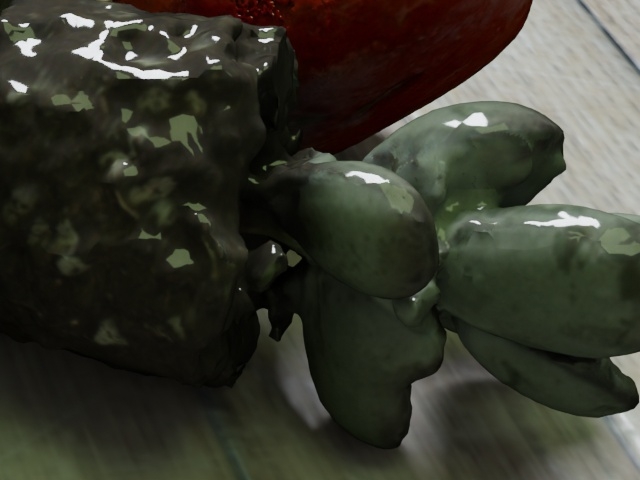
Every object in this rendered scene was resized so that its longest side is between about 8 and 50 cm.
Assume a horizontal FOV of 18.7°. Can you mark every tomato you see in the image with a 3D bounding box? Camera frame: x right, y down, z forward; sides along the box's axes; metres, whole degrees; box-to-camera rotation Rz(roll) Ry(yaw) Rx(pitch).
[{"bbox_3d":[-0.006,-0.082,0.854,0.189,0.173,0.099,9,70,8],"label":"tomato"}]

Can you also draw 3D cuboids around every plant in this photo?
[{"bbox_3d":[-0.001,0.000,0.732,0.274,0.149,0.146,14,10,-7],"label":"plant"}]

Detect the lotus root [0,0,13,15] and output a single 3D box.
[{"bbox_3d":[-0.262,-0.067,0.706,0.260,0.149,0.267,21,32,1],"label":"lotus root"}]
